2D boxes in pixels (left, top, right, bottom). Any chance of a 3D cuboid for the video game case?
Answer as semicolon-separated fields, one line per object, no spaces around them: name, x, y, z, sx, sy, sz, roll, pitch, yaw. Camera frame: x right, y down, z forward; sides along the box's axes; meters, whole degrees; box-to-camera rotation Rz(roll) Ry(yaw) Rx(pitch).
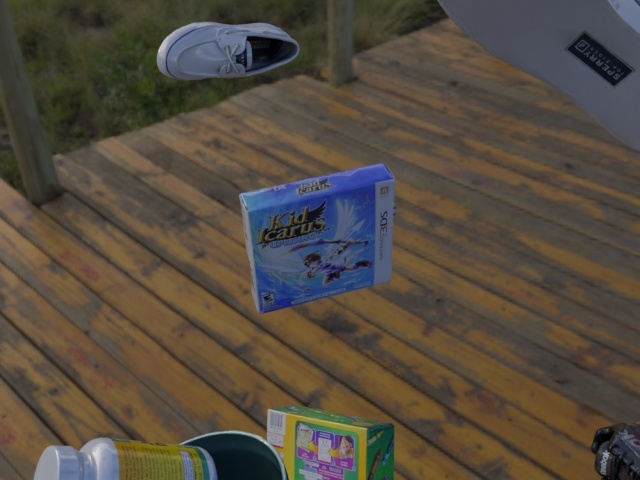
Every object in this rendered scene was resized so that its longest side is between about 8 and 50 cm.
video game case;0.000;0.000;1.340;0.269;0.244;0.061;-14;40;-13

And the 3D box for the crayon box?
crayon box;0.013;0.424;1.438;0.278;0.165;0.081;-2;-4;44

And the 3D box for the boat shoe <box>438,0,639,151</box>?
boat shoe;0.224;-0.228;0.678;0.340;0.127;0.158;36;42;-21

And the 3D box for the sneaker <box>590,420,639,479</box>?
sneaker;0.504;0.370;1.142;0.135;0.098;0.276;5;17;-2

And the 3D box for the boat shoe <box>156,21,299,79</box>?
boat shoe;-0.154;-0.327;1.297;0.267;0.096;0.088;-16;34;-40

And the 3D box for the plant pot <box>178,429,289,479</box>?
plant pot;-0.139;0.427;0.966;0.293;0.196;0.293;-20;27;11

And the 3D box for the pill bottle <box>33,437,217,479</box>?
pill bottle;-0.246;0.313;0.934;0.208;0.118;0.117;17;23;-35
